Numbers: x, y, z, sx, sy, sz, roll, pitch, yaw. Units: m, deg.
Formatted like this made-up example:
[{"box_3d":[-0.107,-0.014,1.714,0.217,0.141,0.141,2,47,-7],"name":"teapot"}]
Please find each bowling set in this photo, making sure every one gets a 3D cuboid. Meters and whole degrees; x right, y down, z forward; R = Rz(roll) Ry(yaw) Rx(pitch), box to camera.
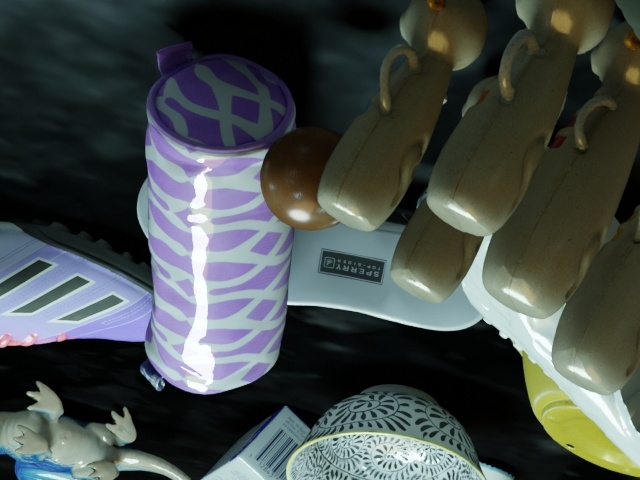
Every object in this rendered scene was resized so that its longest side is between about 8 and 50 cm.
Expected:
[{"box_3d":[0.072,-0.058,0.881,0.200,0.154,0.287,23,168,26],"name":"bowling set"}]

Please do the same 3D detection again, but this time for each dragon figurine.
[{"box_3d":[-0.252,0.209,1.799,0.289,0.085,0.144,19,159,-19],"name":"dragon figurine"}]

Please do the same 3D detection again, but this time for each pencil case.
[{"box_3d":[-0.059,-0.006,1.020,0.086,0.088,0.206,-17,138,-25],"name":"pencil case"}]

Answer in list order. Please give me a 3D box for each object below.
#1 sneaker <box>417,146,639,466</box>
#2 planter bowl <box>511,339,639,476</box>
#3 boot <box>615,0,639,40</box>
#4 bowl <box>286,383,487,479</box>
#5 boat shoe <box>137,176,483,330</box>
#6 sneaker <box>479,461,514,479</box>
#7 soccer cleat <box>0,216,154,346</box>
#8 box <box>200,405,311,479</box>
[{"box_3d":[0.151,0.046,1.069,0.095,0.090,0.235,-15,115,49],"name":"sneaker"},{"box_3d":[0.204,0.094,1.175,0.217,0.090,0.217,20,156,9],"name":"planter bowl"},{"box_3d":[0.211,-0.074,0.709,0.198,0.077,0.137,48,146,-8],"name":"boot"},{"box_3d":[0.061,0.173,1.515,0.170,0.080,0.170,7,143,5],"name":"bowl"},{"box_3d":[0.000,0.000,1.135,0.228,0.080,0.076,12,-173,2],"name":"boat shoe"},{"box_3d":[0.077,0.259,1.744,0.228,0.092,0.087,-6,155,42],"name":"sneaker"},{"box_3d":[-0.258,0.037,1.296,0.318,0.116,0.108,17,159,-14],"name":"soccer cleat"},{"box_3d":[-0.029,0.231,1.690,0.126,0.072,0.137,44,155,-2],"name":"box"}]
